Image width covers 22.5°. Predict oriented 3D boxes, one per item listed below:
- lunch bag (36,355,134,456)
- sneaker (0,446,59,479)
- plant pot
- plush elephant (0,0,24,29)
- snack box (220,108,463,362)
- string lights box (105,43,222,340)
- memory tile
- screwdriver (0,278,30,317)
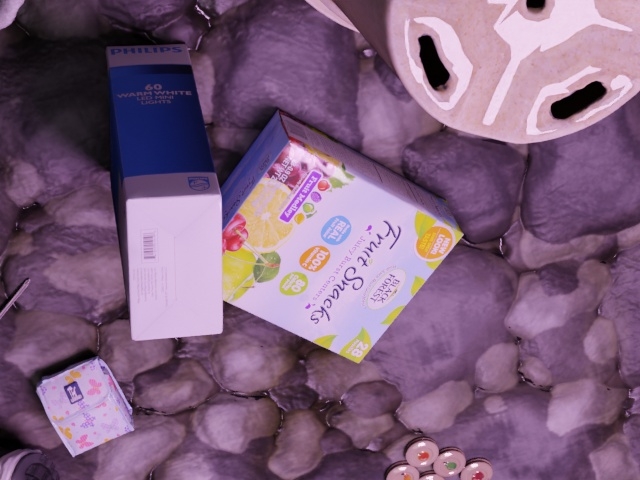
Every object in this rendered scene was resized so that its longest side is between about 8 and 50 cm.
[{"bbox_3d":[-0.232,0.160,1.583,0.071,0.053,0.083,-23,115,2],"label":"lunch bag"},{"bbox_3d":[-0.319,0.301,1.643,0.108,0.100,0.272,14,132,18],"label":"sneaker"},{"bbox_3d":[0.130,-0.241,1.246,0.333,0.305,0.334,-6,124,-9],"label":"plant pot"},{"bbox_3d":[-0.210,-0.306,1.166,0.255,0.330,0.272,-8,108,32],"label":"plush elephant"},{"bbox_3d":[0.000,0.000,1.518,0.207,0.070,0.174,26,113,-27],"label":"snack box"},{"bbox_3d":[-0.134,-0.048,1.342,0.076,0.260,0.133,-4,124,-9],"label":"string lights box"},{"bbox_3d":[0.109,0.282,1.759,0.113,0.012,0.148,25,115,-25],"label":"memory tile"},{"bbox_3d":[-0.329,0.097,1.546,0.024,0.025,0.170,33,102,-28],"label":"screwdriver"}]
